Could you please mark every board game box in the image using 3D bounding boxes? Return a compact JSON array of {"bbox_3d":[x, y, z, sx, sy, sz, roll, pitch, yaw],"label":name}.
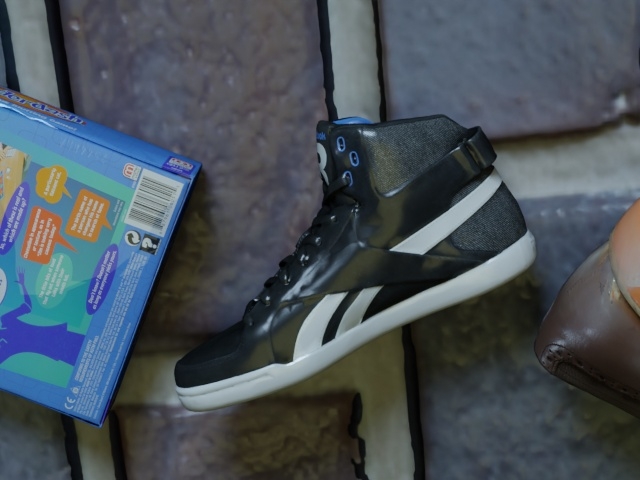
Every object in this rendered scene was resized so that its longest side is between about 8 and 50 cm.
[{"bbox_3d":[-0.193,-0.006,0.659,0.210,0.047,0.160,22,103,-4],"label":"board game box"}]

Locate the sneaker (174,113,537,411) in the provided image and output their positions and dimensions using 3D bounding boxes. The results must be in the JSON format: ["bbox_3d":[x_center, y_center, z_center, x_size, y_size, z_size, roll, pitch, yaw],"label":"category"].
[{"bbox_3d":[0.000,0.000,0.648,0.217,0.079,0.121,-25,98,-2],"label":"sneaker"}]

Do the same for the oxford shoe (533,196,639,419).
[{"bbox_3d":[0.292,0.089,0.657,0.363,0.130,0.133,27,135,-12],"label":"oxford shoe"}]
